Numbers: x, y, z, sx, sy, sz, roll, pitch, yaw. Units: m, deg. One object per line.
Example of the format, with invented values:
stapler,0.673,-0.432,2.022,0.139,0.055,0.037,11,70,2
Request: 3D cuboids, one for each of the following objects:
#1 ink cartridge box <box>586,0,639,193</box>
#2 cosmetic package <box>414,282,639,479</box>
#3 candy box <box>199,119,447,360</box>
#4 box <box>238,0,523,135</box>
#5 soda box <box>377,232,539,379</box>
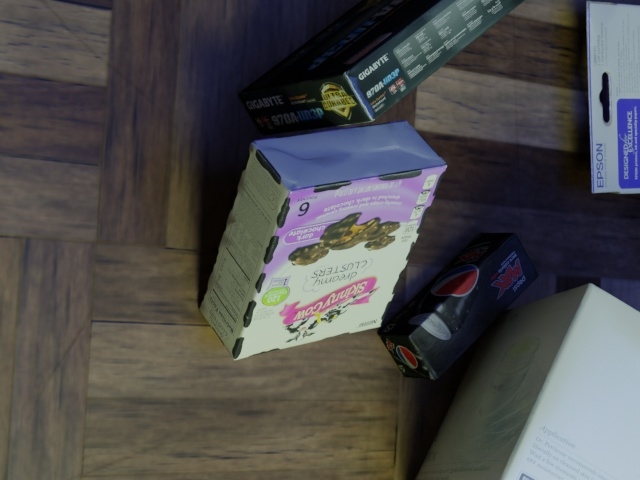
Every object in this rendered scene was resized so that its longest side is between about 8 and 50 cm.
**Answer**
ink cartridge box,0.353,-0.155,1.523,0.208,0.045,0.206,-3,92,-36
cosmetic package,0.213,0.179,1.310,0.138,0.224,0.224,32,72,-9
candy box,0.000,0.000,1.210,0.165,0.070,0.196,-11,137,-33
box,0.057,-0.176,1.248,0.220,0.175,0.051,-40,111,-26
soda box,0.138,0.062,1.376,0.169,0.053,0.060,-42,112,-27
